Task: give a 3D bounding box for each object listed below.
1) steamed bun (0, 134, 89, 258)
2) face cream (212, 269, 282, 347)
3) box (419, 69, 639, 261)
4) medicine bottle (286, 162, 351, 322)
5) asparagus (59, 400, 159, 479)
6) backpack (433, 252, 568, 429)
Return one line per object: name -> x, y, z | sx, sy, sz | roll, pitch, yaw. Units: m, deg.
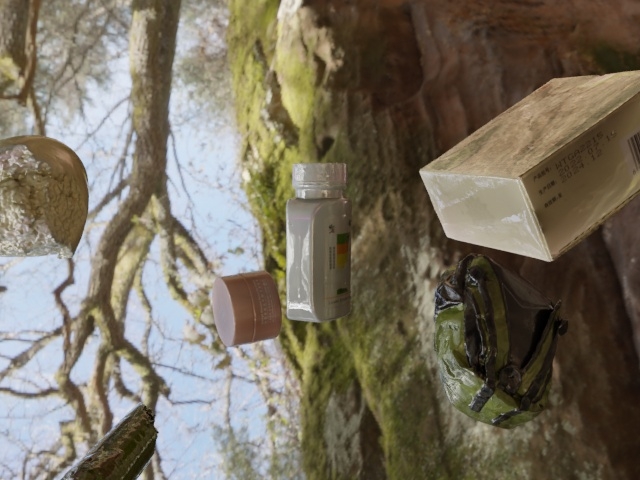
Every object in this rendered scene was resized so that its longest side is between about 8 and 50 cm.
steamed bun -> -0.488, -0.065, 1.067 | 0.225, 0.170, 0.200 | -11, -124, 15
face cream -> -0.155, 0.141, 1.455 | 0.104, 0.149, 0.149 | -8, -142, -25
box -> 0.236, -0.083, 0.715 | 0.212, 0.095, 0.168 | -34, -158, -16
medicine bottle -> 0.000, 0.000, 1.337 | 0.111, 0.297, 0.161 | 1, -177, 29
asparagus -> -0.382, 0.413, 1.341 | 0.108, 0.128, 0.382 | 51, -162, -4
backpack -> 0.265, 0.148, 1.043 | 0.207, 0.140, 0.253 | 28, -132, -14
